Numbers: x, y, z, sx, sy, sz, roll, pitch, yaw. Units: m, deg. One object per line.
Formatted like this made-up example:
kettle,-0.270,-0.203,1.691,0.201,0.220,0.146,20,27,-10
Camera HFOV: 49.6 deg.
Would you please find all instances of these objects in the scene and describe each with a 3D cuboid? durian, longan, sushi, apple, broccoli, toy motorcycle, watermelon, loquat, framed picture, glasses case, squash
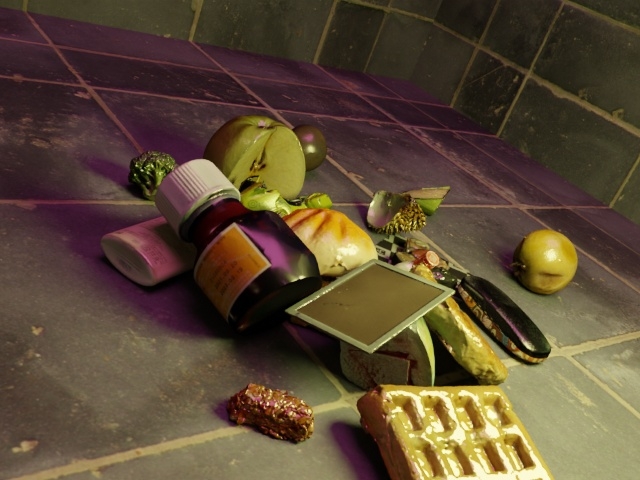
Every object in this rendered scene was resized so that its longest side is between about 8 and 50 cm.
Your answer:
durian,0.229,-0.085,2.188,0.144,0.139,0.252,-9,9,-20
longan,-0.059,-0.322,2.421,0.189,0.189,0.189,18,26,-9
sushi,0.309,0.064,2.060,0.320,0.069,0.339,30,27,16
apple,-0.203,-0.237,2.028,0.295,0.258,0.233,0,31,-36
broccoli,-0.441,-0.178,1.881,0.162,0.146,0.138,0,70,-15
toy motorcycle,-0.116,-0.082,1.924,0.342,0.206,0.142,-6,-4,-43
watermelon,0.136,0.226,1.513,0.201,0.213,0.262,-5,27,-6
loquat,0.713,0.069,2.209,0.213,0.213,0.213,18,26,-9
framed picture,0.106,0.131,1.444,0.231,0.018,0.293,22,35,38
glasses case,0.501,0.211,1.899,0.122,0.082,0.321,7,33,-40
squash,0.376,-0.135,2.520,0.184,0.085,0.192,0,15,23

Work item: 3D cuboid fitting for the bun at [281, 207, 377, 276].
bun,0.000,0.000,1.715,0.298,0.165,0.299,5,2,0

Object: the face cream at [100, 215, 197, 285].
face cream,-0.342,0.002,1.656,0.173,0.081,0.348,35,28,16

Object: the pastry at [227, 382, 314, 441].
pastry,-0.086,0.310,1.277,0.169,0.063,0.087,19,28,-7

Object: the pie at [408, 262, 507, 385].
pie,0.314,0.204,1.623,0.339,0.083,0.339,51,5,-6

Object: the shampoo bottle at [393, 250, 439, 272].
shampoo bottle,0.216,0.091,1.769,0.108,0.221,0.051,11,58,-32

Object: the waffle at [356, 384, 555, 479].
waffle,0.265,0.399,1.301,0.348,0.077,0.304,7,40,-27

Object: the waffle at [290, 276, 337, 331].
waffle,0.043,0.154,1.686,0.229,0.057,0.219,19,25,-3

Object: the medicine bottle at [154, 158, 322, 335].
medicine bottle,-0.189,0.000,1.528,0.242,0.242,0.395,-9,53,-47
